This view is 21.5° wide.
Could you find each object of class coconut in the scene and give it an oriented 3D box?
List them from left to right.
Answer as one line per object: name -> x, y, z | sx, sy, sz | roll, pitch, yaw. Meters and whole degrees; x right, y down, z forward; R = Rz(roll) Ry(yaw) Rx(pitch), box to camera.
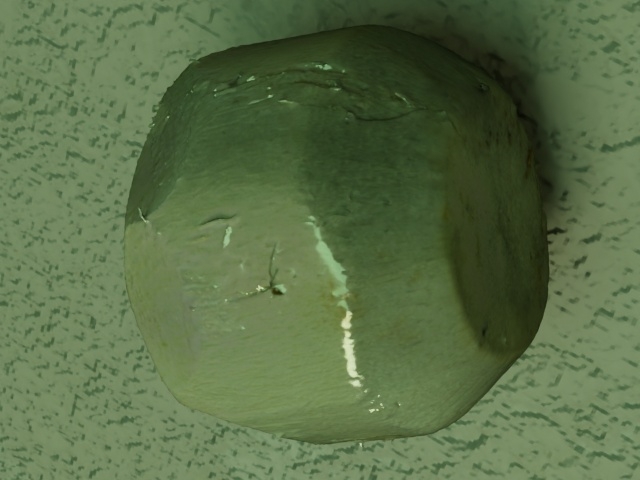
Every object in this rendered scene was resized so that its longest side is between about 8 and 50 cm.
coconut -> -0.001, -0.003, 0.659 | 0.162, 0.161, 0.161 | -5, 110, 28
